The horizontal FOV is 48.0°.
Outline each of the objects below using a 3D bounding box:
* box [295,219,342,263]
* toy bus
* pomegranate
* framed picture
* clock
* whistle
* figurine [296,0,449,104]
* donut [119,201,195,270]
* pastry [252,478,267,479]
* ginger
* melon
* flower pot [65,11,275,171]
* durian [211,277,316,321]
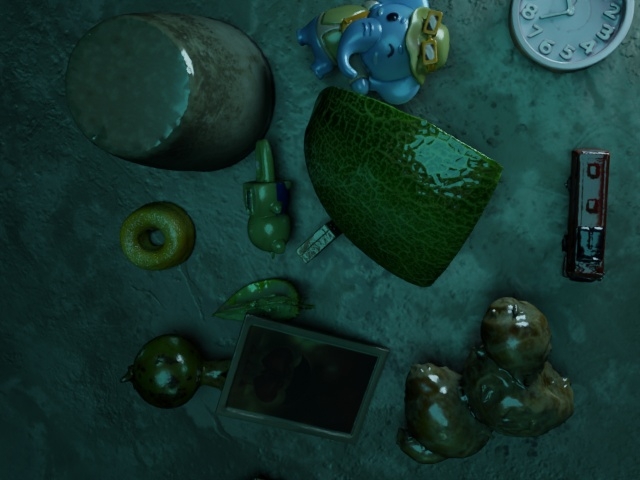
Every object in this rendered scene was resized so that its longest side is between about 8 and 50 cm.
[{"bbox_3d":[0.000,0.000,1.354,0.083,0.079,0.035,-41,88,15],"label":"box"},{"bbox_3d":[0.463,-0.041,1.248,0.073,0.096,0.235,2,97,13],"label":"toy bus"},{"bbox_3d":[-0.270,0.271,1.416,0.220,0.156,0.156,26,103,-3],"label":"pomegranate"},{"bbox_3d":[-0.035,0.270,1.385,0.289,0.020,0.211,16,102,-12],"label":"framed picture"},{"bbox_3d":[0.421,-0.386,1.218,0.196,0.068,0.197,2,98,11],"label":"clock"},{"bbox_3d":[-0.099,-0.076,1.357,0.085,0.105,0.228,-8,100,-29],"label":"whistle"},{"bbox_3d":[0.093,-0.332,1.252,0.261,0.154,0.180,-9,57,12],"label":"figurine"},{"bbox_3d":[-0.329,-0.006,1.431,0.151,0.058,0.152,2,100,13],"label":"donut"},{"bbox_3d":[-0.124,0.562,1.462,0.153,0.081,0.153,1,94,10],"label":"pastry"},{"bbox_3d":[0.281,0.276,1.293,0.256,0.176,0.375,42,115,-17],"label":"ginger"},{"bbox_3d":[0.117,-0.119,1.270,0.343,0.226,0.331,26,145,5],"label":"melon"},{"bbox_3d":[-0.255,-0.254,1.240,0.293,0.330,0.294,2,100,9],"label":"flower pot"},{"bbox_3d":[-0.099,0.125,1.381,0.215,0.100,0.086,-10,100,19],"label":"durian"}]
